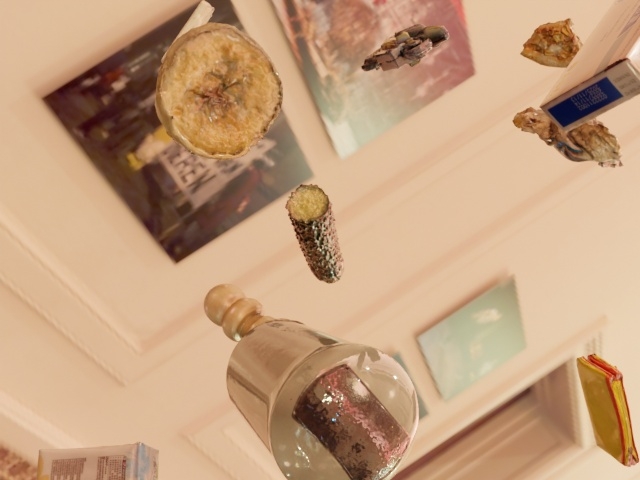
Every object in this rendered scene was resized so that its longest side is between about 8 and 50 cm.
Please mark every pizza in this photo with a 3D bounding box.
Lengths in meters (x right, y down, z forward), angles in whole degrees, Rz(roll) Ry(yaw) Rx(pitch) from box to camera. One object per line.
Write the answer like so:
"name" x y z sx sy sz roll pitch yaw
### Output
"pizza" 0.675 -0.559 2.399 0.182 0.062 0.161 24 -46 8

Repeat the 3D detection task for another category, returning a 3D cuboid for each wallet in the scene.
"wallet" 0.671 0.389 1.949 0.141 0.067 0.241 -141 -146 -74

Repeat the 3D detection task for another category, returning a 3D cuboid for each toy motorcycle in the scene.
"toy motorcycle" 0.158 -0.349 1.518 0.061 0.124 0.193 58 -24 -17

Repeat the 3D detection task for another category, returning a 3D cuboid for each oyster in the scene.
"oyster" 0.460 -0.200 1.562 0.223 0.083 0.214 27 16 18

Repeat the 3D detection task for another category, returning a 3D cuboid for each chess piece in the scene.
"chess piece" -0.160 0.196 1.939 0.261 0.143 0.143 34 -14 27

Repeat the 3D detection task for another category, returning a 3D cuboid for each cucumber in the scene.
"cucumber" 0.000 0.000 1.864 0.096 0.096 0.359 55 -7 26

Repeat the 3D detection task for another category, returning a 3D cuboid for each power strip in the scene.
"power strip" -0.314 -0.482 2.000 0.035 0.192 0.081 33 -2 -5

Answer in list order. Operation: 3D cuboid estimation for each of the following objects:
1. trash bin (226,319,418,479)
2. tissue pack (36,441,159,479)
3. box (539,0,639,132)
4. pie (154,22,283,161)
"trash bin" -0.008 0.305 1.606 0.280 0.280 0.432 58 -15 -16
"tissue pack" -0.300 0.407 1.169 0.145 0.159 0.229 56 29 -65
"box" 0.503 -0.332 1.338 0.065 0.343 0.200 43 -25 -9
"pie" -0.197 -0.292 1.676 0.055 0.274 0.274 29 -26 57
